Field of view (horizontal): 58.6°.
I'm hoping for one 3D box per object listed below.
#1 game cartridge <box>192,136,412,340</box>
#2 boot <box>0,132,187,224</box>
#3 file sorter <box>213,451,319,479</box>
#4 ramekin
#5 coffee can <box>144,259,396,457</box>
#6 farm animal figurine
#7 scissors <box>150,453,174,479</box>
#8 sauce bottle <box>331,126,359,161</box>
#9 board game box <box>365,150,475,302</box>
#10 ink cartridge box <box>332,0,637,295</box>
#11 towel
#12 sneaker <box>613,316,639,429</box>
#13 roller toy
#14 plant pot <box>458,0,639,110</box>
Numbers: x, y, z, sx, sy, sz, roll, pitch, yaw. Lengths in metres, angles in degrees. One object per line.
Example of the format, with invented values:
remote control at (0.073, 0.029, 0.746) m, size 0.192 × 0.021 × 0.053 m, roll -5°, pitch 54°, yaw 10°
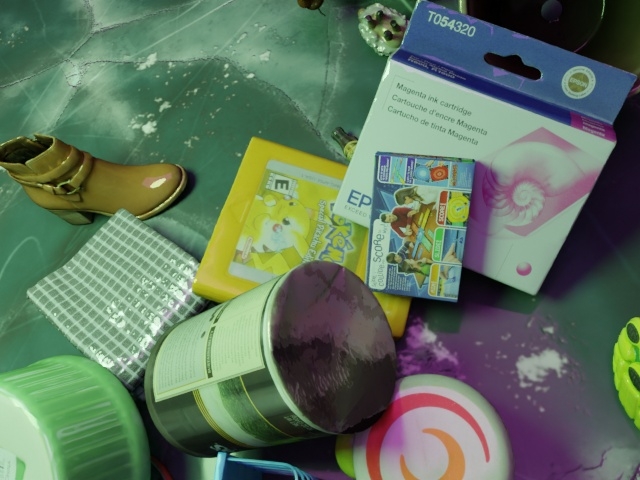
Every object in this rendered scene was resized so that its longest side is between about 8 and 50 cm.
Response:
game cartridge at (0.000, 0.000, 0.901) m, size 0.323 × 0.053 × 0.285 m, roll 16°, pitch 67°, yaw 3°
boot at (-0.409, -0.129, 1.033) m, size 0.283 × 0.220 × 0.109 m, roll -8°, pitch 61°, yaw 11°
file sorter at (-0.066, 0.346, 0.726) m, size 0.104 × 0.170 × 0.118 m, roll 0°, pitch 63°, yaw 12°
ramekin at (-0.401, 0.318, 0.780) m, size 0.303 × 0.148 × 0.303 m, roll -2°, pitch 85°, yaw 22°
coffee can at (-0.071, 0.161, 0.735) m, size 0.275 × 0.201 × 0.201 m, roll -27°, pitch 52°, yaw 42°
farm animal figurine at (0.096, -0.574, 1.130) m, size 0.327 × 0.172 × 0.330 m, roll 31°, pitch 100°, yaw 4°
scissors at (-0.203, 0.431, 0.802) m, size 0.297 × 0.021 × 0.109 m, roll 37°, pitch 75°, yaw 29°
sauce bottle at (0.064, -0.158, 1.028) m, size 0.042 × 0.042 × 0.128 m, roll -39°, pitch 59°, yaw -7°
board game box at (0.136, -0.019, 0.803) m, size 0.136 × 0.035 × 0.201 m, roll 7°, pitch 108°, yaw 10°
ink cartridge box at (0.222, -0.130, 0.810) m, size 0.324 × 0.071 × 0.330 m, roll 22°, pitch 109°, yaw 7°
towel at (-0.321, 0.093, 0.953) m, size 0.283 × 0.121 × 0.235 m, roll 31°, pitch 73°, yaw 26°
sneaker at (0.480, 0.224, 0.699) m, size 0.123 × 0.109 × 0.295 m, roll -15°, pitch 56°, yaw -20°
roller toy at (0.147, 0.271, 0.722) m, size 0.191 × 0.146 × 0.209 m, roll -46°, pitch 67°, yaw -1°
plant pot at (0.378, -0.374, 0.890) m, size 0.323 × 0.280 × 0.323 m, roll 4°, pitch 107°, yaw 12°
